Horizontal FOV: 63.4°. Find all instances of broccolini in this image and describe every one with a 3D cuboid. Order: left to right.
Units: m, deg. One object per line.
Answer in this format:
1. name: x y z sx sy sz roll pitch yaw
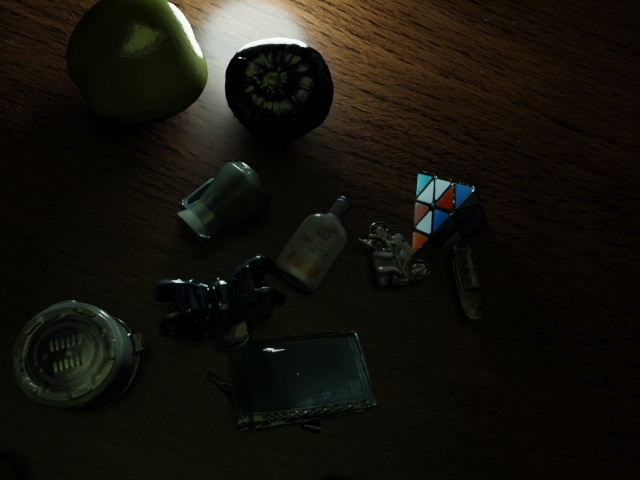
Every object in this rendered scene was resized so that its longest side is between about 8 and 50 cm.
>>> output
1. broccolini: -0.207 0.398 1.310 0.201 0.058 0.074 34 53 18

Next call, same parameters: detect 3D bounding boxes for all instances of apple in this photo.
1. apple: -0.492 -0.482 1.393 0.358 0.357 0.356 3 71 -10

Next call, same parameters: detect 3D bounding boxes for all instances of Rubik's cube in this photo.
1. Rubik's cube: 0.418 -0.090 1.490 0.250 0.234 0.284 16 68 -6

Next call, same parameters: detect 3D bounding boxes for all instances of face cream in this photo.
1. face cream: 0.000 0.000 1.462 0.144 0.071 0.291 35 68 2

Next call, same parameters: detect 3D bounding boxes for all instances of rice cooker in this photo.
1. rice cooker: -0.548 0.266 1.179 0.281 0.227 0.241 -19 74 -15

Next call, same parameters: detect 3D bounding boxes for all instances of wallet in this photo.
1. wallet: -0.051 0.345 1.310 0.343 0.075 0.237 -5 47 -12

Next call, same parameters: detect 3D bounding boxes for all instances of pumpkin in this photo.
1. pumpkin: -0.114 -0.433 1.507 0.316 0.238 0.314 -1 81 5

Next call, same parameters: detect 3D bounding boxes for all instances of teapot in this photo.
1. teapot: -0.270 -0.100 1.407 0.225 0.171 0.203 -41 51 -14

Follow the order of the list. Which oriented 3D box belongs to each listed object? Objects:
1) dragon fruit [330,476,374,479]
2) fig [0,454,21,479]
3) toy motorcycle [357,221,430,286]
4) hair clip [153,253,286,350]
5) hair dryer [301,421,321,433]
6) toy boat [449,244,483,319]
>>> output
1. dragon fruit: 0.082 0.639 1.227 0.172 0.160 0.166 13 37 -9
2. fig: -0.748 0.524 1.037 0.191 0.290 0.190 -5 68 14
3. toy motorcycle: 0.199 0.059 1.481 0.225 0.073 0.152 44 72 5
4. hair clip: -0.244 0.149 1.281 0.311 0.206 0.194 -13 60 -7
5. hair dryer: -0.018 0.448 1.332 0.047 0.026 0.083 16 66 -6
6. toy boat: 0.427 0.117 1.498 0.068 0.088 0.225 -2 71 -12
